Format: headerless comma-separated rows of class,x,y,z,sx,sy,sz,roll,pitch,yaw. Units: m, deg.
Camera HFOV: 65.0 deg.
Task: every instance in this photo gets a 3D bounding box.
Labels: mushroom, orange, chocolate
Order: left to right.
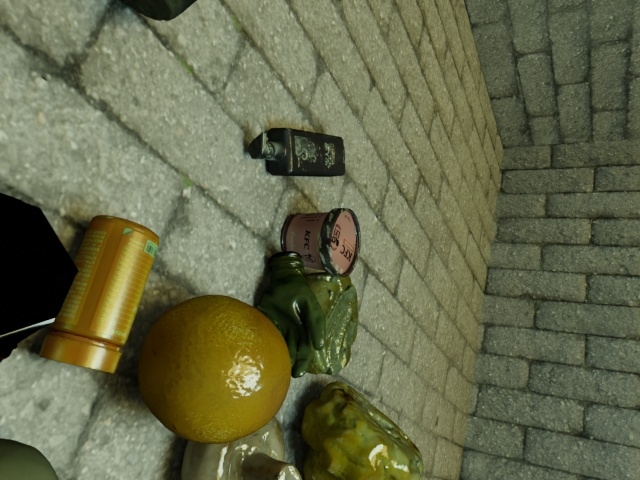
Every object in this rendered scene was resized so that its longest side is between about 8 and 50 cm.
chocolate,-0.388,0.069,0.488,0.224,0.206,0.177,-18,151,-48
orange,-0.159,0.194,0.767,0.236,0.236,0.236,-5,96,-60
mushroom,-0.120,0.383,0.851,0.207,0.215,0.207,2,87,-50

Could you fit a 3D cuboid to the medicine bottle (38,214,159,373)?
medicine bottle,-0.286,0.070,0.664,0.096,0.096,0.192,38,59,-54

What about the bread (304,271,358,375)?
bread,0.004,0.174,1.142,0.186,0.124,0.257,61,40,-40

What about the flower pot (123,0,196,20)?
flower pot,-0.221,-0.398,0.669,0.148,0.235,0.235,-60,143,-10

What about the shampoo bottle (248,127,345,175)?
shampoo bottle,-0.047,-0.188,1.091,0.309,0.071,0.098,-10,103,-57

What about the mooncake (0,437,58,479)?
mooncake,-0.369,0.334,0.486,0.275,0.135,0.275,12,75,-54

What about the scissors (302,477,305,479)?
scissors,-0.072,0.643,1.125,0.242,0.030,0.118,-24,111,-60

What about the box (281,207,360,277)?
box,0.000,0.000,1.115,0.151,0.135,0.151,-17,110,-59

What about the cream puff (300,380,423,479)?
cream puff,0.067,0.512,1.170,0.257,0.291,0.324,-54,160,-1

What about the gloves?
gloves,-0.059,0.144,0.992,0.107,0.135,0.268,76,7,-50
